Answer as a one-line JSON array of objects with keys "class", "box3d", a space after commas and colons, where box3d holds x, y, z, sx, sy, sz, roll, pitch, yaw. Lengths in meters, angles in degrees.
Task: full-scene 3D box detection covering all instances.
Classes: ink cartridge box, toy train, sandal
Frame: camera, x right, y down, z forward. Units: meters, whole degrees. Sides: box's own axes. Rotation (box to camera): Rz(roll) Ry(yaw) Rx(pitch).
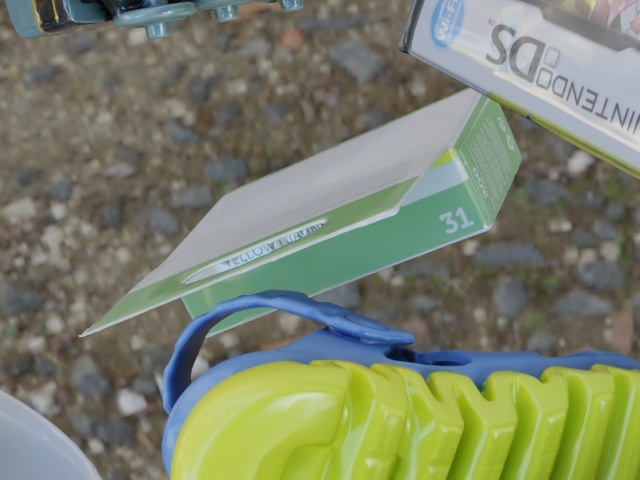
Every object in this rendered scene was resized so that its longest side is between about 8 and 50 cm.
[{"class": "ink cartridge box", "box3d": [0.000, 0.000, 0.933, 0.171, 0.056, 0.235, -22, 13, 21]}, {"class": "toy train", "box3d": [-0.139, -0.264, 1.752, 0.190, 0.142, 0.334, -5, 9, 44]}, {"class": "sandal", "box3d": [0.054, 0.086, 0.863, 0.317, 0.126, 0.138, 14, 14, -34]}]

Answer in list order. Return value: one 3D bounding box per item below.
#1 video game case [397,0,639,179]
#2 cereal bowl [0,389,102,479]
[{"class": "video game case", "box3d": [0.142, -0.165, 0.698, 0.035, 0.274, 0.248, 12, 14, -30]}, {"class": "cereal bowl", "box3d": [-0.313, 0.203, 1.212, 0.339, 0.141, 0.339, 19, 21, -8]}]
